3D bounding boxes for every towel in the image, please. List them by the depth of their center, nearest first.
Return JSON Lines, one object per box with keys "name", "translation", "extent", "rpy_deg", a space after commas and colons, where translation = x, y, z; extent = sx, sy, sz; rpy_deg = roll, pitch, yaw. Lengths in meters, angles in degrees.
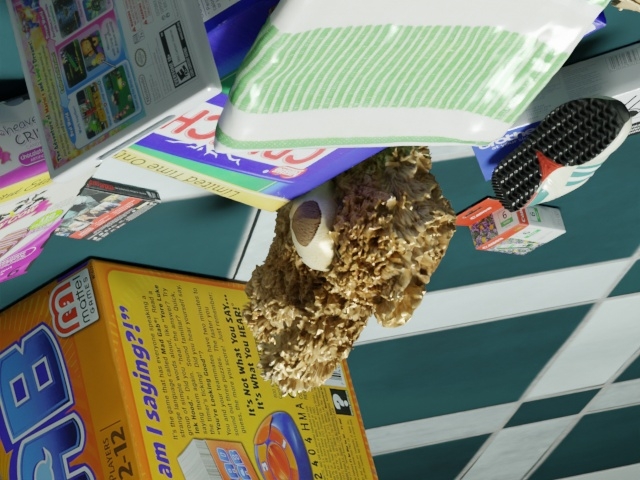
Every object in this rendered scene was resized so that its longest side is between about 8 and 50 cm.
{"name": "towel", "translation": [0.091, -0.154, 1.262], "extent": [0.247, 0.038, 0.325], "rpy_deg": [-3, 151, -32]}

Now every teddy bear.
{"name": "teddy bear", "translation": [0.000, 0.000, 1.655], "extent": [0.113, 0.245, 0.338], "rpy_deg": [28, -175, -13]}

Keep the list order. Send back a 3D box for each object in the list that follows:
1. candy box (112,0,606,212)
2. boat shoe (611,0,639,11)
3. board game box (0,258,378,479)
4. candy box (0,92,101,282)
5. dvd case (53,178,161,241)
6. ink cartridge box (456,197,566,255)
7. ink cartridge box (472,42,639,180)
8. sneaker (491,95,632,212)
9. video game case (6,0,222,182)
{"name": "candy box", "translation": [-0.008, -0.157, 1.394], "extent": [0.317, 0.122, 0.268], "rpy_deg": [-27, 155, 30]}
{"name": "boat shoe", "translation": [0.239, -0.207, 1.533], "extent": [0.059, 0.063, 0.170], "rpy_deg": [-24, 148, 30]}
{"name": "board game box", "translation": [-0.187, 0.268, 2.028], "extent": [0.356, 0.357, 0.356], "rpy_deg": [-29, 155, 33]}
{"name": "candy box", "translation": [-0.278, -0.023, 1.571], "extent": [0.159, 0.071, 0.233], "rpy_deg": [-23, 166, -33]}
{"name": "dvd case", "translation": [-0.210, -0.028, 1.742], "extent": [0.087, 0.013, 0.119], "rpy_deg": [-30, 156, 34]}
{"name": "ink cartridge box", "translation": [0.188, -0.013, 2.027], "extent": [0.115, 0.029, 0.063], "rpy_deg": [7, 151, -45]}
{"name": "ink cartridge box", "translation": [0.232, -0.118, 1.766], "extent": [0.207, 0.046, 0.097], "rpy_deg": [-17, 158, 7]}
{"name": "sneaker", "translation": [0.221, -0.081, 1.731], "extent": [0.075, 0.057, 0.161], "rpy_deg": [-16, 163, -43]}
{"name": "video game case", "translation": [-0.140, -0.137, 1.307], "extent": [0.143, 0.157, 0.019], "rpy_deg": [-28, 159, 30]}
